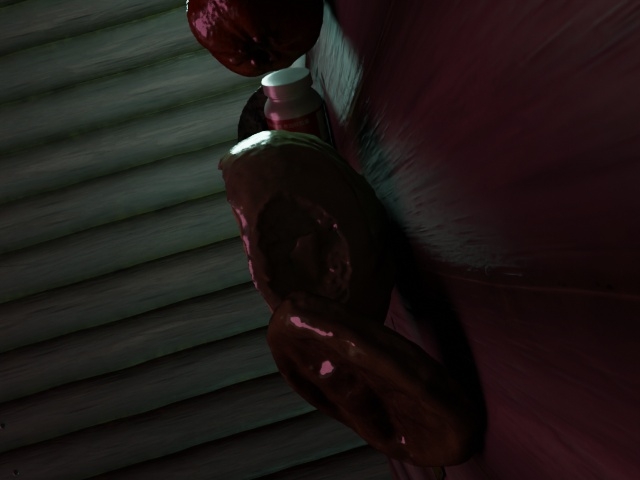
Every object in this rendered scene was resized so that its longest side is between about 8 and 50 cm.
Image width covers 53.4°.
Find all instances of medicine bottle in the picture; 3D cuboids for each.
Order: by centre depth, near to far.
[{"bbox_3d":[-0.047,-0.244,1.407,0.131,0.131,0.250,-109,5,-58],"label":"medicine bottle"}]

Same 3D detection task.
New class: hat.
[{"bbox_3d":[-0.078,-0.281,1.623,0.128,0.265,0.265,18,-134,-47],"label":"hat"}]

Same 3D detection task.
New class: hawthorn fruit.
[{"bbox_3d":[-0.099,-0.369,0.933,0.205,0.205,0.253,78,180,-63],"label":"hawthorn fruit"}]

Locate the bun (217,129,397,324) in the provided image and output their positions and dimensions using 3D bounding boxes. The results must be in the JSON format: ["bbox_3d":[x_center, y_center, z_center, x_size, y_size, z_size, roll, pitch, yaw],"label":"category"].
[{"bbox_3d":[0.002,-0.003,0.946,0.364,0.202,0.364,-24,-90,-89],"label":"bun"}]

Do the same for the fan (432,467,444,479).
[{"bbox_3d":[0.186,0.331,1.252,0.335,0.011,0.229,-113,7,-60],"label":"fan"}]

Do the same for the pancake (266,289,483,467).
[{"bbox_3d":[0.054,0.172,0.748,0.294,0.049,0.294,28,148,20],"label":"pancake"}]
